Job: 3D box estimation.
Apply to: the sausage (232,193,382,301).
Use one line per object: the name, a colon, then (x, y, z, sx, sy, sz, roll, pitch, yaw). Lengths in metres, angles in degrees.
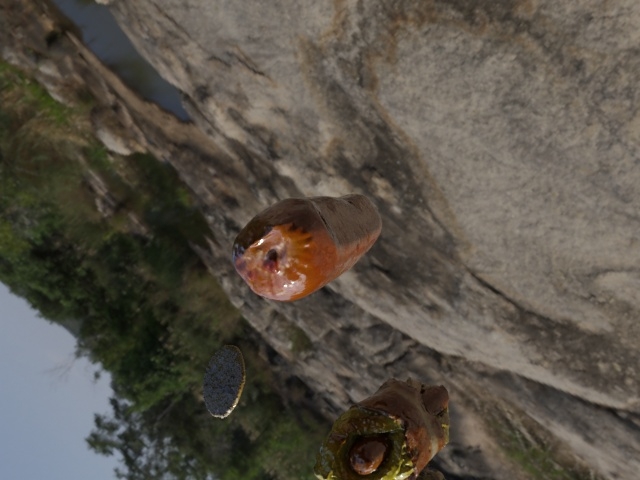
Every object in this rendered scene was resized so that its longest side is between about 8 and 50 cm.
sausage: (-0.001, 0.000, 0.734, 0.094, 0.097, 0.348, 67, -164, 2)

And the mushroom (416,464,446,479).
mushroom: (0.136, 0.594, 1.523, 0.267, 0.267, 0.254, 53, 167, -27)

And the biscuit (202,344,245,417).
biscuit: (-0.289, 0.420, 1.999, 0.033, 0.220, 0.219, 19, -179, -37)

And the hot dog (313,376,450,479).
hot dog: (0.104, 0.251, 0.893, 0.123, 0.261, 0.093, 55, 136, 6)
